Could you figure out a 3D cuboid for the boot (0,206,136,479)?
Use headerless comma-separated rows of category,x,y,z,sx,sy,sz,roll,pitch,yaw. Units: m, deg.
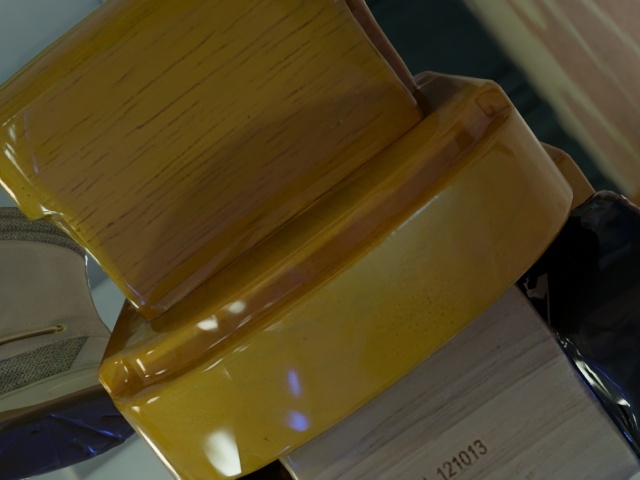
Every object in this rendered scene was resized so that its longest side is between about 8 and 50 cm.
boot,-0.219,0.062,0.739,0.077,0.213,0.165,91,159,-46

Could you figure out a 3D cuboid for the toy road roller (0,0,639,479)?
toy road roller,0.000,0.000,0.533,0.241,0.202,0.329,54,-179,-10
